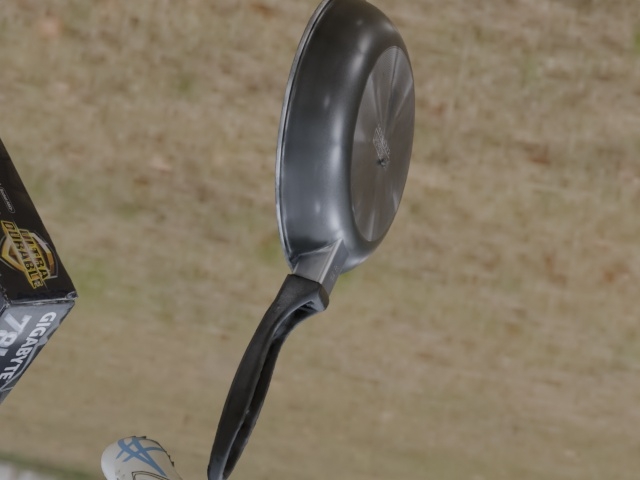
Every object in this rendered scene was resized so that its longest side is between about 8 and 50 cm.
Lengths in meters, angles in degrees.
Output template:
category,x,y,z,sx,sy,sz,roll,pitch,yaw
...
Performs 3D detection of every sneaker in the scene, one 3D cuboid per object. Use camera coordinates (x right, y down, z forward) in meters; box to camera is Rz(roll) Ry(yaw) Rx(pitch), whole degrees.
category,x,y,z,sx,sy,sz,roll,pitch,yaw
sneaker,-0.189,0.283,1.787,0.086,0.085,0.237,-17,-155,-29

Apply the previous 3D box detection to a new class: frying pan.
category,x,y,z,sx,sy,sz,roll,pitch,yaw
frying pan,-0.003,-0.024,1.019,0.053,0.326,0.197,8,134,19

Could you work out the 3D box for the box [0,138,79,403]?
category,x,y,z,sx,sy,sz,roll,pitch,yaw
box,-0.333,0.020,1.273,0.073,0.293,0.295,-4,144,-44
